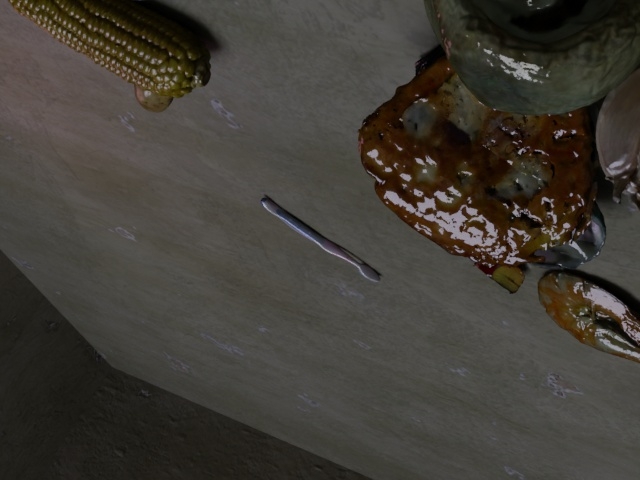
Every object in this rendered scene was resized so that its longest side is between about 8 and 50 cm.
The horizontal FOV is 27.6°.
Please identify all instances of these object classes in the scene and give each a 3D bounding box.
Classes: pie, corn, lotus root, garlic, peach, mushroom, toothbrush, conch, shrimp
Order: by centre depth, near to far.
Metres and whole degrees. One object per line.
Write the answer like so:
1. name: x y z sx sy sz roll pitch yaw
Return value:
1. mushroom: 0.216 -0.224 1.436 0.267 0.164 0.189 27 158 10
2. garlic: 0.418 -0.101 1.450 0.143 0.178 0.229 9 -158 -45
3. pie: 0.209 -0.111 1.598 0.308 0.308 0.085 27 -167 11
4. conch: 0.249 -0.065 1.739 0.220 0.195 0.277 1 129 41
5. corn: -0.328 -0.326 2.020 0.363 0.120 0.120 27 159 15
6. shrimp: 0.469 0.134 2.037 0.294 0.062 0.154 26 153 18
7. peach: 0.291 0.048 2.093 0.083 0.050 0.077 40 -177 2
8. lotus root: -0.280 -0.254 2.188 0.072 0.063 0.152 39 164 9
9. toothbrush: 0.000 0.000 2.428 0.269 0.021 0.027 35 153 -8

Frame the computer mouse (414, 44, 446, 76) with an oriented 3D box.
1. computer mouse: 0.169 -0.205 1.688 0.099 0.057 0.172 30 158 -4
